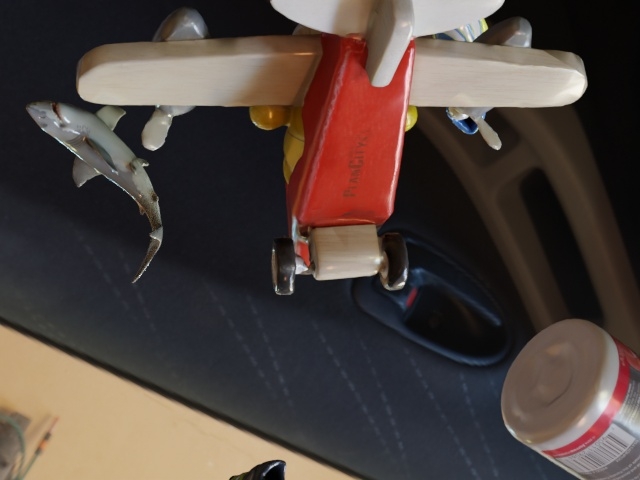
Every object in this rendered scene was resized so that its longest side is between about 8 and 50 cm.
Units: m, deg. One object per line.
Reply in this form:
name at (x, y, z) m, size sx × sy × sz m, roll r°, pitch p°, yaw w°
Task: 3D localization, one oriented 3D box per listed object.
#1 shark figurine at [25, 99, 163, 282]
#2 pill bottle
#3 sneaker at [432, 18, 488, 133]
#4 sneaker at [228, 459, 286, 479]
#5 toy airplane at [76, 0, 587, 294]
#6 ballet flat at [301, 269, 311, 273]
shark figurine at (-0.312, -0.087, 1.156) m, size 0.116 × 0.166 × 0.278 m, roll -33°, pitch 100°, yaw 24°
pill bottle at (0.407, 0.251, 1.023) m, size 0.319 × 0.176 × 0.176 m, roll 33°, pitch 158°, yaw -18°
sneaker at (0.241, -0.279, 1.302) m, size 0.091 × 0.126 × 0.240 m, roll -10°, pitch 135°, yaw 16°
sneaker at (-0.084, 0.510, 1.346) m, size 0.111 × 0.300 × 0.121 m, roll 19°, pitch 124°, yaw -38°
toy airplane at (0.021, -0.159, 0.774) m, size 0.384 × 0.272 × 0.386 m, roll -34°, pitch 132°, yaw 21°
ballet flat at (0.000, 0.000, 1.611) m, size 0.084 × 0.058 × 0.250 m, roll 14°, pitch 147°, yaw -18°
